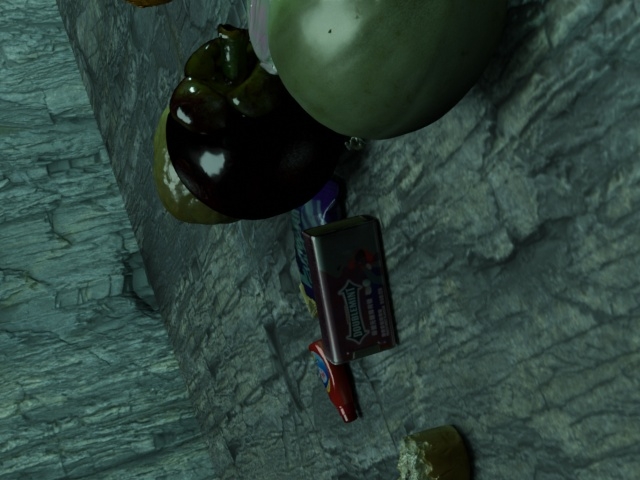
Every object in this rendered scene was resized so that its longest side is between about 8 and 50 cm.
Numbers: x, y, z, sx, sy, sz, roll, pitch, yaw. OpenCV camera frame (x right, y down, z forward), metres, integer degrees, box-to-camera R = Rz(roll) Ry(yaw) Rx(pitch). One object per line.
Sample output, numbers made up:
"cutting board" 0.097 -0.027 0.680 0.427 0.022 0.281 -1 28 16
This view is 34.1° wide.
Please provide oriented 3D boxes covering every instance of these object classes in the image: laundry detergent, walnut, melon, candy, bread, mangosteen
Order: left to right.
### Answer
"walnut" -0.216 -0.166 2.043 0.283 0.227 0.283 9 109 29
"mangosteen" -0.115 -0.174 1.651 0.297 0.313 0.297 1 93 27
"candy" 0.000 0.000 1.837 0.145 0.070 0.275 27 128 53
"laundry detergent" 0.027 0.268 1.987 0.097 0.049 0.165 125 126 -73
"melon" 0.075 -0.250 1.189 0.308 0.271 0.272 -19 86 37
"bread" 0.174 0.348 1.583 0.082 0.106 0.125 -138 41 -66

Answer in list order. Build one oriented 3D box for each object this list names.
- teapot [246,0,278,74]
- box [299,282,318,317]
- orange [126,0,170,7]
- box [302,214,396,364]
"teapot" 0.006 -0.317 1.436 0.221 0.178 0.163 -154 57 -67
"box" -0.006 0.089 1.979 0.149 0.020 0.073 117 134 -61
"orange" -0.254 -0.553 1.691 0.293 0.340 0.340 59 163 -13
"box" 0.048 0.079 1.694 0.069 0.120 0.224 -149 45 -66
